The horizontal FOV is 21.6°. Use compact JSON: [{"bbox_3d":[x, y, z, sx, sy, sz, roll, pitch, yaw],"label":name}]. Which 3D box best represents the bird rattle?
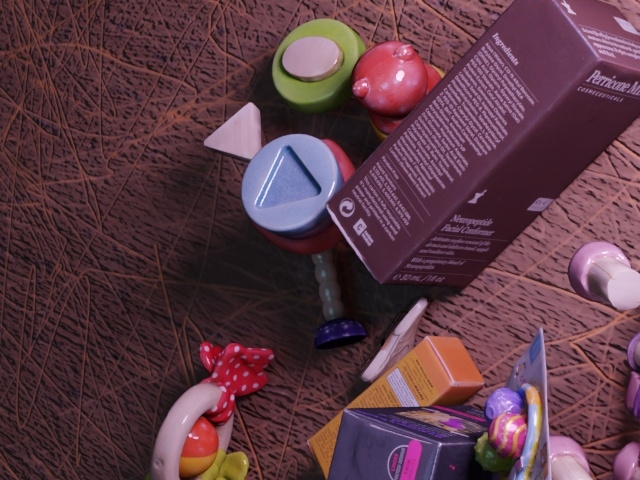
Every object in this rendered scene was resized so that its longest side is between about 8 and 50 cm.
[{"bbox_3d":[-0.150,0.257,2.214,0.143,0.207,0.254,27,113,18],"label":"bird rattle"}]

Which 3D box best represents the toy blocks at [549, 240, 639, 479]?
[{"bbox_3d":[0.390,0.160,1.813,0.308,0.260,0.289,10,97,-6],"label":"toy blocks"}]

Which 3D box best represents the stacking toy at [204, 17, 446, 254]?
[{"bbox_3d":[-0.016,-0.161,2.115,0.309,0.130,0.279,-48,57,0],"label":"stacking toy"}]

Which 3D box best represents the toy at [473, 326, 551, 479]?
[{"bbox_3d":[0.198,0.221,1.777,0.137,0.056,0.237,114,161,-48],"label":"toy"}]

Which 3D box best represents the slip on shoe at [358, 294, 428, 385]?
[{"bbox_3d":[0.101,0.130,2.120,0.041,0.051,0.135,33,101,-7],"label":"slip on shoe"}]

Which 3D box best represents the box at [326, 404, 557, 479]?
[{"bbox_3d":[0.141,0.286,1.929,0.143,0.270,0.165,17,97,38],"label":"box"}]

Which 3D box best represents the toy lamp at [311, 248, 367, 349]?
[{"bbox_3d":[0.000,0.000,2.185,0.080,0.080,0.275,-23,75,34],"label":"toy lamp"}]

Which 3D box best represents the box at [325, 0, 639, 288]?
[{"bbox_3d":[0.208,-0.113,1.962,0.381,0.191,0.143,-49,60,26],"label":"box"}]

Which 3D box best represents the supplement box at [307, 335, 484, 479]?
[{"bbox_3d":[0.091,0.216,2.096,0.233,0.078,0.080,-45,62,26],"label":"supplement box"}]
